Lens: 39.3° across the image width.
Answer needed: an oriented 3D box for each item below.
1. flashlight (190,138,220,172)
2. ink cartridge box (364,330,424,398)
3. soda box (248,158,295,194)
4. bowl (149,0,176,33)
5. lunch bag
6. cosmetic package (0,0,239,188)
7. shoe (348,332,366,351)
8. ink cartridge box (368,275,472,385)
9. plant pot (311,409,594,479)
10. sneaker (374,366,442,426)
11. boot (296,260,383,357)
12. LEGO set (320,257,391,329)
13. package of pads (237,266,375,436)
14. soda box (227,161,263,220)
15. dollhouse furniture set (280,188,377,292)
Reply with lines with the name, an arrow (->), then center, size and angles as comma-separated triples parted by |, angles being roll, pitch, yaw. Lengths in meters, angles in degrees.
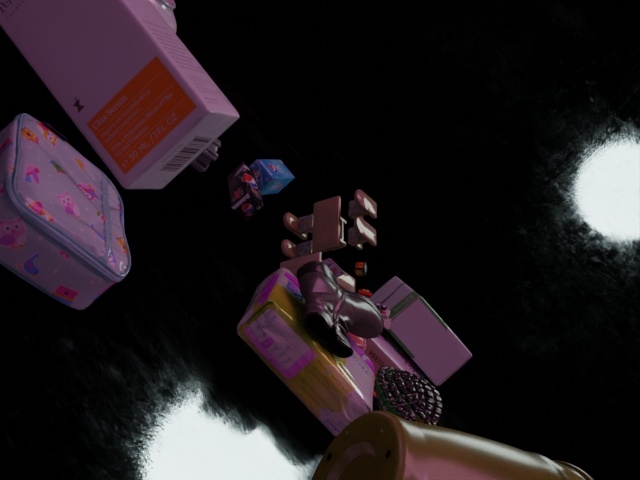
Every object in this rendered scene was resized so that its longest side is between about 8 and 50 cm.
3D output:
flashlight -> -0.344, -0.276, 1.963 | 0.304, 0.103, 0.103 | 35, 17, -42
ink cartridge box -> 0.141, 0.287, 2.086 | 0.275, 0.060, 0.239 | 47, 13, -11
soda box -> -0.139, -0.167, 2.365 | 0.067, 0.071, 0.210 | 51, 14, 6
bowl -> -0.482, -0.631, 2.390 | 0.298, 0.134, 0.298 | 46, 14, -15
lunch bag -> -0.370, -0.044, 1.260 | 0.224, 0.108, 0.279 | 40, 17, -33
cosmetic package -> -0.393, -0.340, 1.712 | 0.453, 0.230, 0.161 | 51, 15, 8
shoe -> 0.046, 0.180, 1.953 | 0.178, 0.081, 0.063 | 36, 40, -17
ink cartridge box -> 0.242, 0.223, 2.297 | 0.211, 0.121, 0.289 | 48, 0, -11
plant pot -> 0.176, 0.430, 1.321 | 0.353, 0.366, 0.366 | 31, 20, -21
sneaker -> 0.159, 0.382, 1.737 | 0.134, 0.146, 0.343 | 15, 34, -18
boot -> 0.038, 0.162, 1.684 | 0.246, 0.083, 0.161 | 41, 27, -36
LEGO set -> 0.027, 0.128, 1.834 | 0.182, 0.244, 0.060 | 46, 41, -21
package of pads -> -0.018, 0.209, 1.706 | 0.296, 0.101, 0.229 | 47, 14, -8
soda box -> -0.180, -0.119, 2.137 | 0.053, 0.060, 0.169 | 41, 17, -28
dollhouse furniture set -> 0.000, 0.000, 2.094 | 0.161, 0.212, 0.242 | 37, 46, -47
